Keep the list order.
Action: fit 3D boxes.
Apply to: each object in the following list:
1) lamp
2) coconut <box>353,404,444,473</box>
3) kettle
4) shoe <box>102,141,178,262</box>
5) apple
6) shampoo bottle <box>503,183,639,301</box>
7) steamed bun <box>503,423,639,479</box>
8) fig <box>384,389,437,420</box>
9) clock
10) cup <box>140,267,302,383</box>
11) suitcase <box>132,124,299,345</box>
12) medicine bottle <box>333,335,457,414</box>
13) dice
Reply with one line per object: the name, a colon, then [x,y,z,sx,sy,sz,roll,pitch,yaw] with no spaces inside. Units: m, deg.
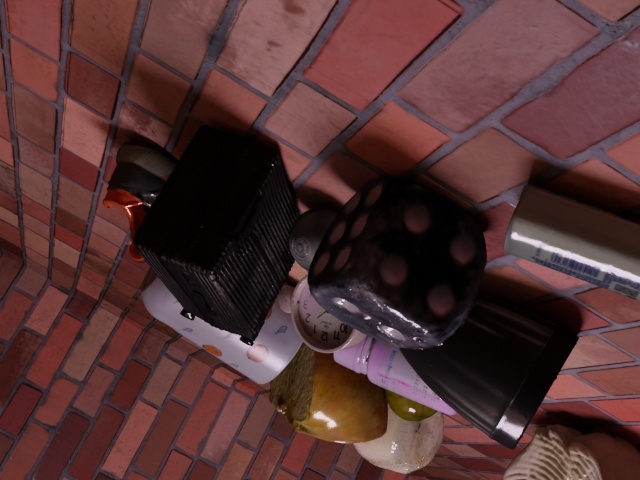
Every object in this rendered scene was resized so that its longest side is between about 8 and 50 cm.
lamp: [0.000,0.000,1.353,0.105,0.105,0.105,24,161,9]
coconut: [0.175,0.454,2.125,0.230,0.227,0.227,10,155,37]
kettle: [0.246,0.170,1.383,0.271,0.207,0.250,30,-165,16]
shoe: [-0.264,-0.019,1.548,0.132,0.171,0.336,8,153,41]
apple: [0.014,0.311,1.873,0.314,0.252,0.309,55,162,-14]
shampoo bottle: [0.392,0.039,0.983,0.359,0.078,0.134,21,163,16]
steamed bun: [0.543,0.505,1.745,0.206,0.275,0.320,5,-158,-28]
fig: [0.198,0.293,1.833,0.186,0.147,0.142,-135,34,-61]
clock: [0.022,0.124,1.574,0.229,0.156,0.063,10,-172,33]
cup: [-0.199,0.126,1.783,0.317,0.212,0.212,35,159,-18]
suitcase: [-0.149,0.000,1.357,0.152,0.230,0.335,21,160,16]
medicine bottle: [0.164,0.218,1.629,0.254,0.152,0.152,19,159,20]
dice: [0.105,0.034,1.185,0.183,0.182,0.181,32,159,-16]
